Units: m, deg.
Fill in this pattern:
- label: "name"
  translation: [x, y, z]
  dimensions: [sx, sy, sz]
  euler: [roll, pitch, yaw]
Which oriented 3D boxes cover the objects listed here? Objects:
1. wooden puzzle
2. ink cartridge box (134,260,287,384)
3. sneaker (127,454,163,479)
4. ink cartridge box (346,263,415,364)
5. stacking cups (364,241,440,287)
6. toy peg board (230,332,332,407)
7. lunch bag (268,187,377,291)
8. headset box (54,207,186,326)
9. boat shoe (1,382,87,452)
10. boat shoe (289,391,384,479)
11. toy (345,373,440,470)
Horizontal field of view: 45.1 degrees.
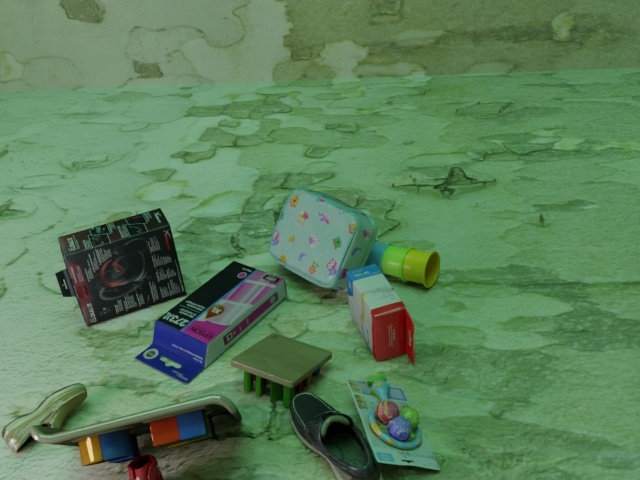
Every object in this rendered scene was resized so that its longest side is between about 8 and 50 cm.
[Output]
- label: "wooden puzzle"
  translation: [-0.324, 0.364, 1.448]
  dimensions: [0.348, 0.322, 0.080]
  euler: [-8, 75, -6]
- label: "ink cartridge box"
  translation: [-0.261, 0.187, 1.861]
  dimensions: [0.176, 0.069, 0.371]
  euler: [18, 43, 32]
- label: "sneaker"
  translation: [-0.321, 0.475, 1.366]
  dimensions: [0.087, 0.128, 0.221]
  euler: [-11, 32, -5]
- label: "ink cartridge box"
  translation: [0.135, 0.173, 1.740]
  dimensions: [0.078, 0.134, 0.231]
  euler: [-14, 33, -12]
- label: "stacking cups"
  translation: [0.144, 0.049, 1.983]
  dimensions: [0.316, 0.096, 0.096]
  euler: [10, 36, 31]
- label: "toy peg board"
  translation: [-0.085, 0.285, 1.681]
  dimensions: [0.161, 0.079, 0.161]
  euler: [15, 23, 28]
- label: "lunch bag"
  translation: [0.000, 0.000, 1.965]
  dimensions: [0.108, 0.223, 0.279]
  euler: [12, 12, -45]
- label: "headset box"
  translation: [-0.508, 0.070, 1.936]
  dimensions: [0.293, 0.218, 0.110]
  euler: [-19, 34, -17]
- label: "boat shoe"
  translation: [-0.568, 0.380, 1.627]
  dimensions: [0.190, 0.068, 0.072]
  euler: [-36, 55, -23]
- label: "boat shoe"
  translation: [0.027, 0.374, 1.490]
  dimensions: [0.103, 0.092, 0.285]
  euler: [-19, 36, -21]
- label: "toy"
  translation: [0.145, 0.341, 1.511]
  dimensions: [0.137, 0.056, 0.237]
  euler: [13, 22, -21]
